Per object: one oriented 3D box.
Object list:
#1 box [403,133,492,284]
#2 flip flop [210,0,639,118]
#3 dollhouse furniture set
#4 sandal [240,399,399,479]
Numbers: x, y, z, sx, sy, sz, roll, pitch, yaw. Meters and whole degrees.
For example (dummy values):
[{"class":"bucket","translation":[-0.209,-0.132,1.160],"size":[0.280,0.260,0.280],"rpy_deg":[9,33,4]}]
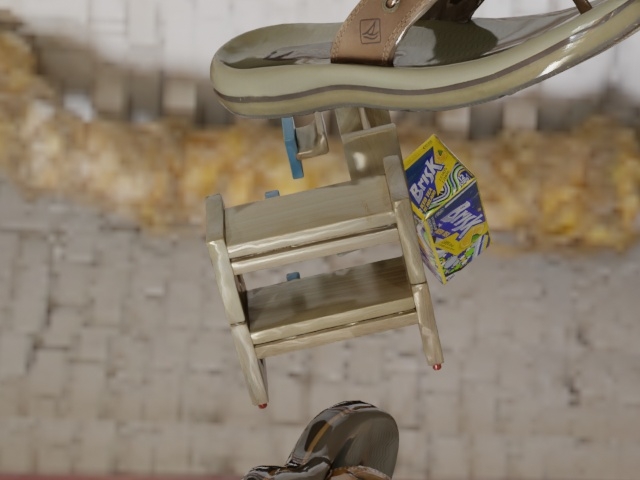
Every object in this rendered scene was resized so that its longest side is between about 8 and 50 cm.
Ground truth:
[{"class":"box","translation":[0.099,-0.024,1.641],"size":[0.054,0.059,0.169],"rpy_deg":[47,174,19]},{"class":"flip flop","translation":[0.054,-0.116,0.998],"size":[0.112,0.277,0.080],"rpy_deg":[-30,-68,-47]},{"class":"dollhouse furniture set","translation":[0.000,0.000,1.314],"size":[0.184,0.129,0.129],"rpy_deg":[-98,-4,-62]},{"class":"sandal","translation":[0.005,0.132,0.923],"size":[0.219,0.060,0.090],"rpy_deg":[-6,-67,-74]}]
